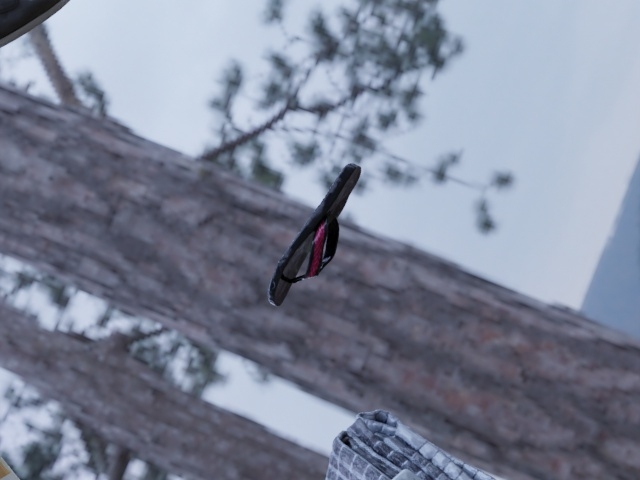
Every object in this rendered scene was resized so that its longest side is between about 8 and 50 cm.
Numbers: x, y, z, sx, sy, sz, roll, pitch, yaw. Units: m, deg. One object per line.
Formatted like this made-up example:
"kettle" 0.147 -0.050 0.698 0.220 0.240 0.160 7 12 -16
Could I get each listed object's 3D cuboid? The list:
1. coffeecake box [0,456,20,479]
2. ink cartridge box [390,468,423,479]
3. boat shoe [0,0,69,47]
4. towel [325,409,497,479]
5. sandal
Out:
"coffeecake box" -0.356 0.303 1.518 0.068 0.142 0.185 -32 -27 -28
"ink cartridge box" 0.037 0.281 1.169 0.127 0.072 0.175 -59 -15 21
"boat shoe" -0.416 -0.230 1.538 0.335 0.112 0.095 -37 -70 -32
"towel" 0.104 0.324 1.359 0.121 0.283 0.235 -23 -47 -39
"sandal" 0.000 0.000 1.520 0.179 0.040 0.067 -57 -10 10
